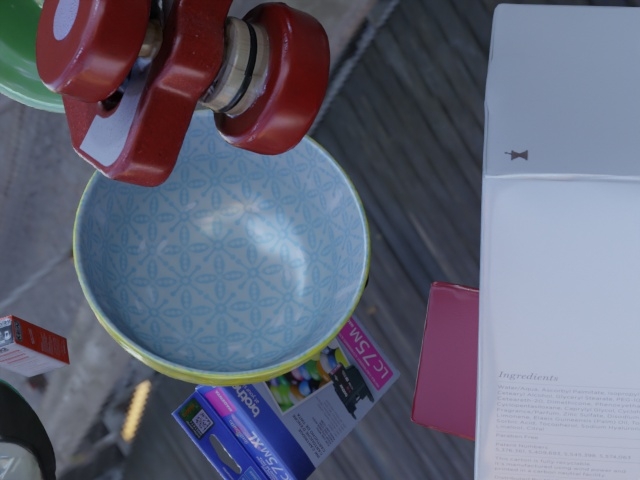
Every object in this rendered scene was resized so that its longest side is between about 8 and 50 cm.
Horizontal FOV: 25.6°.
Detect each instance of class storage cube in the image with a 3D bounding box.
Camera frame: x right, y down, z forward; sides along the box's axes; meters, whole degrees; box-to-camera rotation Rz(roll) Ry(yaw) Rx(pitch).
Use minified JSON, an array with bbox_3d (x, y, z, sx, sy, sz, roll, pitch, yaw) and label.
[{"bbox_3d":[0.253,0.163,1.791,0.193,0.183,0.215,11,93,44],"label":"storage cube"}]

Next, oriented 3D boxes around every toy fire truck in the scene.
[{"bbox_3d":[-0.103,-0.198,0.954,0.254,0.169,0.302,34,107,58],"label":"toy fire truck"}]

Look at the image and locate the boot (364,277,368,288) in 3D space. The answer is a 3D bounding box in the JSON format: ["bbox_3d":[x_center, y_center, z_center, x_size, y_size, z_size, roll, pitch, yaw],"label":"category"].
[{"bbox_3d":[0.000,0.000,1.595,0.114,0.037,0.106,18,121,37],"label":"boot"}]

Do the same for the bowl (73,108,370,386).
[{"bbox_3d":[-0.101,0.029,1.431,0.289,0.289,0.156,51,160,17],"label":"bowl"}]

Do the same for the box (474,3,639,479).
[{"bbox_3d":[0.207,0.022,1.081,0.168,0.215,0.345,2,131,8],"label":"box"}]

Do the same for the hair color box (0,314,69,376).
[{"bbox_3d":[-0.412,0.146,1.938,0.141,0.072,0.043,39,-143,-63],"label":"hair color box"}]

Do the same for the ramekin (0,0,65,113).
[{"bbox_3d":[-0.252,-0.297,1.456,0.303,0.148,0.303,8,120,14],"label":"ramekin"}]

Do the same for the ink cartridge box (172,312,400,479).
[{"bbox_3d":[-0.038,0.203,1.893,0.186,0.311,0.065,53,140,-6],"label":"ink cartridge box"}]

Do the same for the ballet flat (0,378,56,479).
[{"bbox_3d":[-0.328,0.272,1.526,0.096,0.095,0.280,-101,1,-50],"label":"ballet flat"}]
